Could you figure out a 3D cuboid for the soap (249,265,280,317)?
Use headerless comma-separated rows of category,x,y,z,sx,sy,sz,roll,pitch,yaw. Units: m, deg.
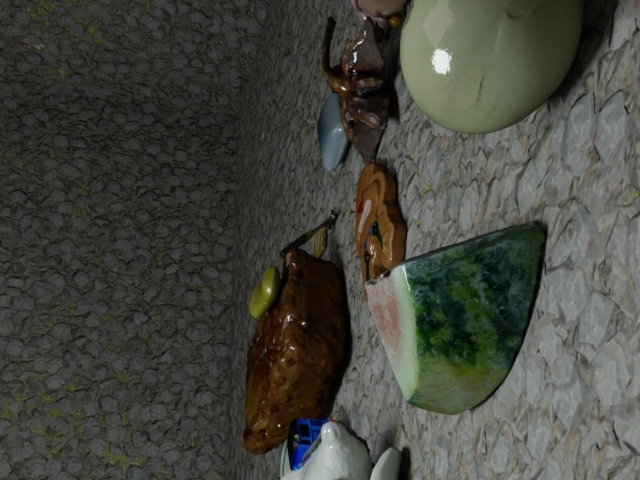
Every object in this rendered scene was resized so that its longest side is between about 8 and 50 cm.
soap,-0.126,0.119,2.074,0.140,0.045,0.089,124,155,-46

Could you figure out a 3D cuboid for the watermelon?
watermelon,0.192,0.088,1.253,0.232,0.193,0.310,-125,27,-44

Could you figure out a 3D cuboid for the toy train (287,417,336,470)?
toy train,0.004,0.453,1.804,0.204,0.131,0.083,-102,24,-56

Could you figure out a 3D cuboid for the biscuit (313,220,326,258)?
biscuit,0.000,0.000,2.345,0.081,0.018,0.083,122,152,-60

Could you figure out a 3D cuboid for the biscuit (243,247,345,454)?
biscuit,-0.060,0.264,2.107,0.343,0.166,0.395,-95,21,-47

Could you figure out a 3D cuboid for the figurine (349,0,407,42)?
figurine,0.127,-0.538,1.903,0.176,0.186,0.287,-42,-13,-7

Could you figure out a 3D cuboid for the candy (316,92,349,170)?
candy,0.033,-0.272,2.241,0.174,0.071,0.138,-99,22,-49

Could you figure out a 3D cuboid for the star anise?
star anise,0.072,-0.336,1.945,0.292,0.109,0.350,171,91,-67

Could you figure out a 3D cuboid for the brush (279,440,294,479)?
brush,-0.058,0.489,2.247,0.060,0.068,0.297,78,-166,-57

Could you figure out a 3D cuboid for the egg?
egg,0.211,-0.258,1.132,0.219,0.219,0.269,-99,21,-52

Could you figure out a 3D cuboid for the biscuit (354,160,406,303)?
biscuit,0.109,-0.031,1.829,0.334,0.047,0.202,-95,18,-46

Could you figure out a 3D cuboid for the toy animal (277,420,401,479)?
toy animal,0.044,0.474,1.548,0.249,0.174,0.289,-44,37,51

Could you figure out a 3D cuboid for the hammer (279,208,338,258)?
hammer,-0.026,-0.015,2.181,0.201,0.021,0.078,-36,-17,-37
